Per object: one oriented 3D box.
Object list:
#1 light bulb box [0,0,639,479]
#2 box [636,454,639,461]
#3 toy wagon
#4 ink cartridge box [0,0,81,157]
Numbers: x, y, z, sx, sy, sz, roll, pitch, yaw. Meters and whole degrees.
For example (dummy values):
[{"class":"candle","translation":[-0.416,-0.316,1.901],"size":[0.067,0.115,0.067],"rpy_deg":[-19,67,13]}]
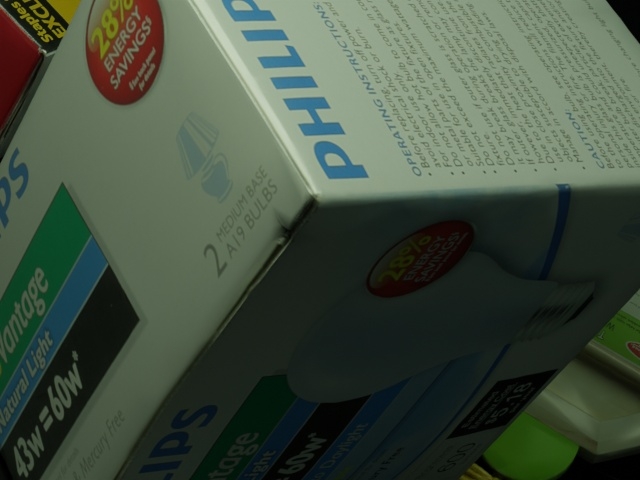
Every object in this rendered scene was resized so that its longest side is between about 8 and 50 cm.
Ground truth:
[{"class":"light bulb box","translation":[0.000,0.000,1.002],"size":[0.361,0.358,0.225],"rpy_deg":[-5,53,-41]},{"class":"box","translation":[0.362,0.045,1.396],"size":[0.318,0.097,0.395],"rpy_deg":[-9,65,-37]},{"class":"toy wagon","translation":[0.215,0.066,1.236],"size":[0.267,0.068,0.344],"rpy_deg":[31,77,14]},{"class":"ink cartridge box","translation":[-0.288,-0.221,1.184],"size":[0.309,0.130,0.272],"rpy_deg":[45,39,9]}]
